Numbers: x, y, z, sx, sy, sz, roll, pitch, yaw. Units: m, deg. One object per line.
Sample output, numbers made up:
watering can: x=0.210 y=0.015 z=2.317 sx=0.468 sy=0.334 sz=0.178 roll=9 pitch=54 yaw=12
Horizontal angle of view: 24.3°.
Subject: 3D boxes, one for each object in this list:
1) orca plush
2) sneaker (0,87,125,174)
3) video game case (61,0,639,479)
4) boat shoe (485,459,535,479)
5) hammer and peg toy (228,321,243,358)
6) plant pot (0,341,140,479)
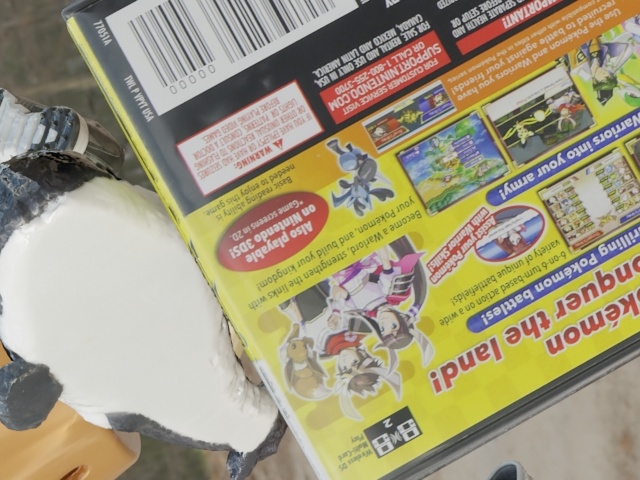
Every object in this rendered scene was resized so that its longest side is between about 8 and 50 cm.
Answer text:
orca plush: x=-0.093 y=0.022 z=0.752 sx=0.102 sy=0.151 sz=0.287 roll=50 pitch=-168 yaw=34
sneaker: x=-0.284 y=-0.101 z=1.526 sx=0.234 sy=0.106 sz=0.078 roll=16 pitch=84 yaw=46
video game case: x=0.068 y=-0.055 z=0.645 sx=0.248 sy=0.275 sz=0.035 roll=61 pitch=177 yaw=2
boat shoe: x=0.114 y=0.218 z=1.037 sx=0.066 sy=0.184 sz=0.063 roll=-18 pitch=106 yaw=40
hammer and peg toy: x=0.000 y=0.000 z=1.353 sx=0.361 sy=0.266 sz=0.127 roll=-112 pitch=41 yaw=-62
plant pot: x=-0.254 y=0.099 z=0.999 sx=0.291 sy=0.203 sz=0.291 roll=64 pitch=178 yaw=4
